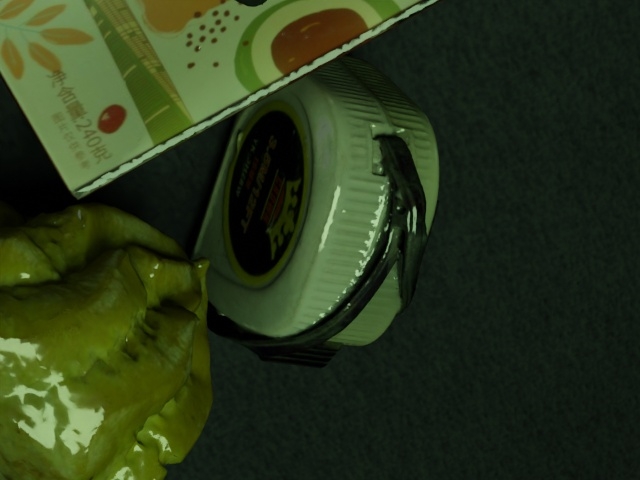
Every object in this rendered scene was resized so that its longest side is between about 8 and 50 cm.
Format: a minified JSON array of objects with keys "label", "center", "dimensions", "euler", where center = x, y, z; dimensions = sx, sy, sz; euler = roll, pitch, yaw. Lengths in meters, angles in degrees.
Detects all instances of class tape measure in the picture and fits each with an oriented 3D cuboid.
[{"label":"tape measure","center":[0.000,0.000,1.430],"dimensions":[0.133,0.231,0.271],"euler":[10,113,-29]}]

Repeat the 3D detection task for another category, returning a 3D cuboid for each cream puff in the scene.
[{"label":"cream puff","center":[-0.240,0.076,1.374],"dimensions":[0.291,0.324,0.257],"euler":[53,50,-24]}]

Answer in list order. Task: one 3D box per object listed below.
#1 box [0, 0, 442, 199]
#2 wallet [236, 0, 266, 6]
[{"label":"box","center":[-0.125,-0.275,1.285],"dimensions":[0.345,0.122,0.385],"euler":[-29,125,-4]},{"label":"wallet","center":[-0.109,-0.260,1.209],"dimensions":[0.244,0.025,0.124],"euler":[23,107,-33]}]
